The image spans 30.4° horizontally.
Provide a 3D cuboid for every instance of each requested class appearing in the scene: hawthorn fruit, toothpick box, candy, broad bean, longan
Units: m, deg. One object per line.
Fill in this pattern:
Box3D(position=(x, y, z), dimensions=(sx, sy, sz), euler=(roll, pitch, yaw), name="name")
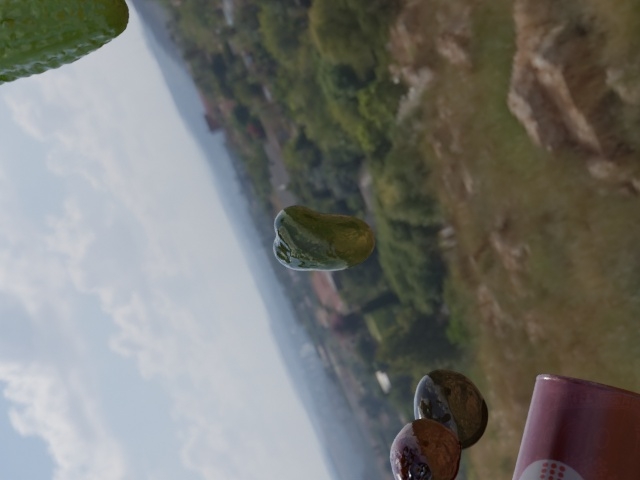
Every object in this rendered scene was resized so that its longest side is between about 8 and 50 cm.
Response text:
Box3D(position=(0.110, 0.238, 1.266), dimensions=(0.081, 0.081, 0.093), euler=(67, -156, -7), name="hawthorn fruit")
Box3D(position=(0.360, 0.371, 1.634), dimensions=(0.204, 0.204, 0.333), euler=(92, -168, -80), name="toothpick box")
Box3D(position=(-0.252, -0.178, 0.979), dimensions=(0.097, 0.210, 0.096), euler=(-4, -90, -68), name="candy")
Box3D(position=(0.000, 0.000, 0.896), dimensions=(0.063, 0.083, 0.045), euler=(-39, -47, -51), name="broad bean")
Box3D(position=(0.168, 0.217, 1.520), dimensions=(0.113, 0.092, 0.113), euler=(28, -133, -36), name="longan")
